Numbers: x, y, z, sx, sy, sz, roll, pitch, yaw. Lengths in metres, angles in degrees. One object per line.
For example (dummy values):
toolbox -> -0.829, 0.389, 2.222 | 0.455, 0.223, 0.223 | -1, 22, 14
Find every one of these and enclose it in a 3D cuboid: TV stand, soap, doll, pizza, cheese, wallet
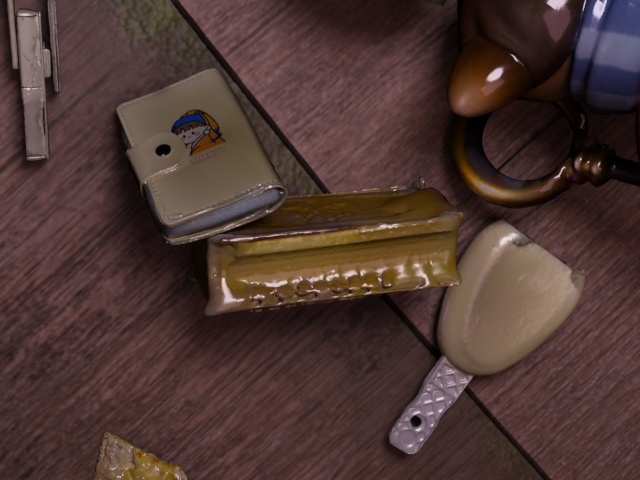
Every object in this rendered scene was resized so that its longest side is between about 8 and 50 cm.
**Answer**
TV stand -> -0.240, -0.190, 0.898 | 0.042, 0.036, 0.249 | -4, 105, -15
soap -> 0.000, 0.002, 0.958 | 0.233, 0.135, 0.076 | -8, 106, -12
doll -> 0.279, -0.153, 0.915 | 0.339, 0.209, 0.318 | 16, 102, 7
pizza -> -0.188, 0.233, 1.029 | 0.123, 0.026, 0.108 | -25, 107, -6
cheese -> 0.150, 0.105, 1.069 | 0.127, 0.054, 0.251 | 33, 95, -16
wallet -> -0.105, -0.070, 0.907 | 0.110, 0.155, 0.039 | -21, 142, -9

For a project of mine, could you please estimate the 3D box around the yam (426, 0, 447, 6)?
yam -> 0.080, -0.332, 0.881 | 0.161, 0.161, 0.268 | 21, 96, -19
